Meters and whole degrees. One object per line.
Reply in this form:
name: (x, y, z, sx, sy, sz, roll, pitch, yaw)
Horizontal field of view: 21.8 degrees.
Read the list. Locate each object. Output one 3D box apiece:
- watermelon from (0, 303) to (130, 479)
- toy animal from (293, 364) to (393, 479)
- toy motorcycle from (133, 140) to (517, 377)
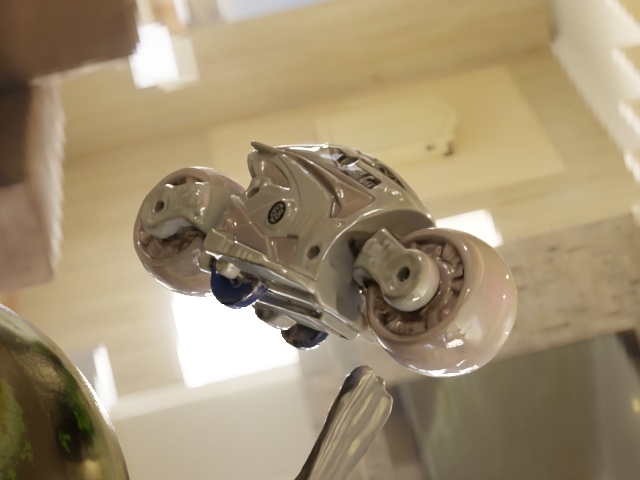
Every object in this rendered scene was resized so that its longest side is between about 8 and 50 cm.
watermelon: (-0.215, 0.136, 0.760, 0.269, 0.269, 0.269, 167, -90, -88)
toy animal: (-0.082, 0.240, 0.849, 0.206, 0.367, 0.081, 60, 5, 22)
toy motorcycle: (0.000, 0.000, 0.868, 0.254, 0.112, 0.112, 14, -54, 44)
